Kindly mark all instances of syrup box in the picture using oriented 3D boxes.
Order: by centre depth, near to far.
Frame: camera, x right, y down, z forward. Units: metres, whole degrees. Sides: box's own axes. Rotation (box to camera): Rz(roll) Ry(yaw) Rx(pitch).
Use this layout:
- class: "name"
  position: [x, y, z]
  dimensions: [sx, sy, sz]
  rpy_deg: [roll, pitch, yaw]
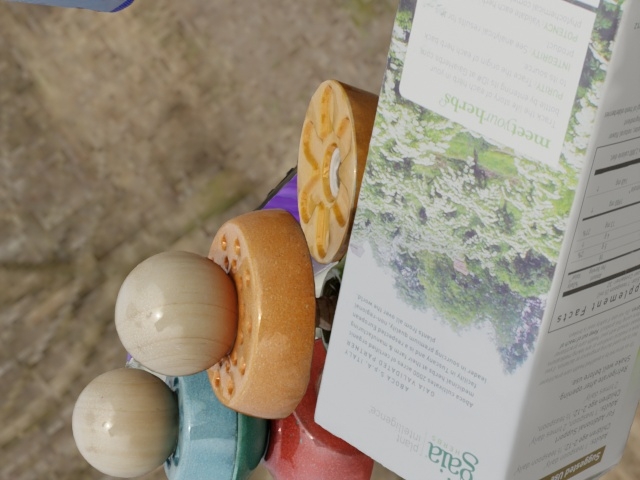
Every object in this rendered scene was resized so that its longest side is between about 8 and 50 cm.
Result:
- class: "syrup box"
  position: [0.080, -0.019, 0.627]
  dimensions: [0.093, 0.096, 0.237]
  rpy_deg: [29, 121, 35]

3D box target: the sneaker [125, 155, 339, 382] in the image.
- class: "sneaker"
  position: [0.001, 0.000, 1.079]
  dimensions: [0.102, 0.293, 0.146]
  rpy_deg: [45, -157, -39]

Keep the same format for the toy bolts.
- class: "toy bolts"
  position: [-0.047, 0.036, 0.883]
  dimensions: [0.228, 0.158, 0.218]
  rpy_deg: [110, 155, -43]

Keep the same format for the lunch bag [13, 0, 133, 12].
- class: "lunch bag"
  position: [-0.053, -0.230, 0.834]
  dimensions: [0.221, 0.293, 0.138]
  rpy_deg: [-14, -95, -70]
